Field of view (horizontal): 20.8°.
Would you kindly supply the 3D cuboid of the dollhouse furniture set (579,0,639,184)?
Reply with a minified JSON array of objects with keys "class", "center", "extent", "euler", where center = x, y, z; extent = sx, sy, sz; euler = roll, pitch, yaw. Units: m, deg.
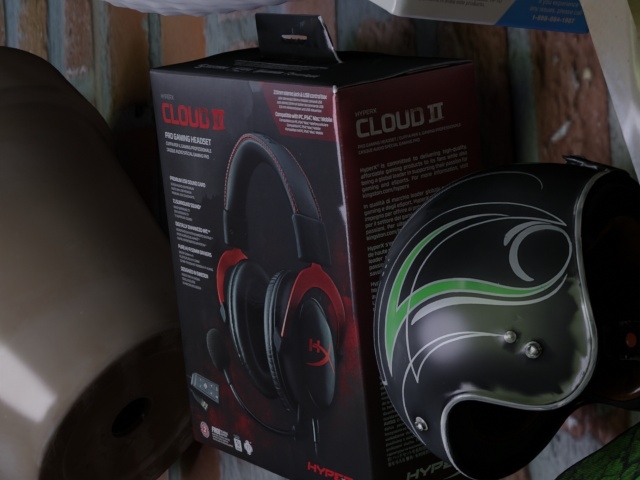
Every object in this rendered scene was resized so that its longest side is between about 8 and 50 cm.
[{"class":"dollhouse furniture set","center":[0.225,-0.027,0.598],"extent":[0.256,0.394,0.362],"euler":[-37,61,49]}]

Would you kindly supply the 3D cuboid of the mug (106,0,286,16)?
[{"class":"mug","center":[-0.112,-0.325,1.129],"extent":[0.328,0.276,0.374],"euler":[2,124,61]}]

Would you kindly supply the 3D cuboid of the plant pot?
[{"class":"plant pot","center":[-0.229,0.055,1.354],"extent":[0.280,0.323,0.323],"euler":[39,122,28]}]

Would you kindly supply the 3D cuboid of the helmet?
[{"class":"helmet","center":[0.108,0.043,0.965],"extent":[0.161,0.169,0.169],"euler":[-17,76,37]}]

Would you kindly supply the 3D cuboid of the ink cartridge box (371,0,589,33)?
[{"class":"ink cartridge box","center":[0.103,-0.228,0.978],"extent":[0.086,0.148,0.203],"euler":[39,120,49]}]

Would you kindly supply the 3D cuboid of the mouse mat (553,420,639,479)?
[{"class":"mouse mat","center":[0.154,0.147,0.941],"extent":[0.007,0.153,0.190],"euler":[38,135,-5]}]

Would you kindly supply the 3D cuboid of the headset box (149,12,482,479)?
[{"class":"headset box","center":[0.000,0.000,1.114],"extent":[0.218,0.110,0.293],"euler":[13,113,54]}]
